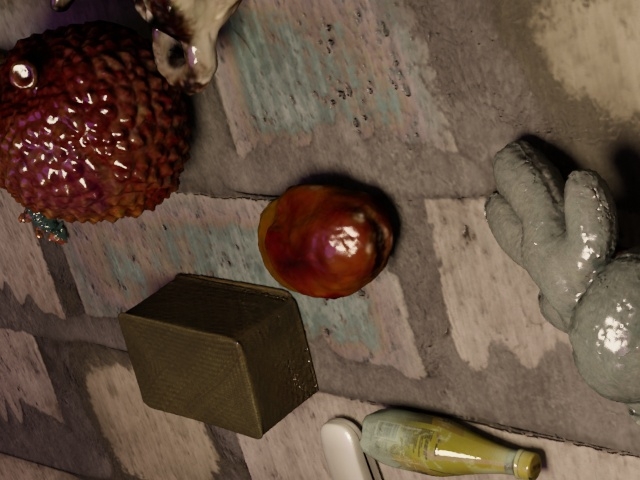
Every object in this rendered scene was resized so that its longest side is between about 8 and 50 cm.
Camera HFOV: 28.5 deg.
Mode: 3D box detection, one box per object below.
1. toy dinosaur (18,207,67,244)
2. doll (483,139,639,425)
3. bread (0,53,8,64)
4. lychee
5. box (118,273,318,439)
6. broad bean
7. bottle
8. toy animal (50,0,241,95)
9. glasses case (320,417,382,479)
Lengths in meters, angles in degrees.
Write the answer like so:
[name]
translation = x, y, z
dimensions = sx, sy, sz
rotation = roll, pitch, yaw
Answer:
[toy dinosaur]
translation = -0.496, -0.048, 2.201
dimensions = 0.154, 0.049, 0.055
rotation = 47, 142, 4
[doll]
translation = 0.309, 0.023, 1.392
dimensions = 0.340, 0.158, 0.246
rotation = -120, 23, -43
[bread]
translation = -0.534, -0.222, 2.080
dimensions = 0.274, 0.114, 0.185
rotation = 13, 120, 38
[lychee]
translation = -0.327, -0.159, 1.764
dimensions = 0.306, 0.306, 0.330
rotation = 16, 160, 38
[box]
translation = -0.160, 0.171, 1.938
dimensions = 0.273, 0.143, 0.184
rotation = 8, 121, 41
[broad bean]
translation = -0.002, -0.001, 1.682
dimensions = 0.228, 0.122, 0.156
rotation = -2, 116, 42
[bottle]
translation = 0.178, 0.286, 1.723
dimensions = 0.269, 0.083, 0.083
rotation = 6, 119, 38
[toy animal]
translation = -0.233, -0.370, 1.614
dimensions = 0.344, 0.194, 0.303
rotation = 36, 131, 31
[glasses case]
translation = 0.053, 0.358, 1.918
dimensions = 0.074, 0.049, 0.193
rotation = -3, 114, 46
